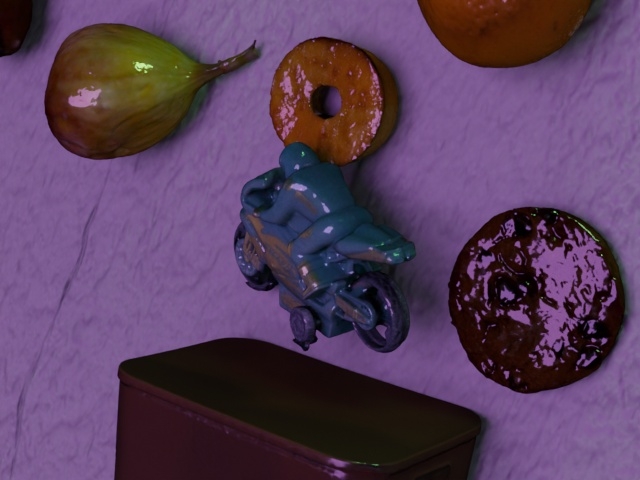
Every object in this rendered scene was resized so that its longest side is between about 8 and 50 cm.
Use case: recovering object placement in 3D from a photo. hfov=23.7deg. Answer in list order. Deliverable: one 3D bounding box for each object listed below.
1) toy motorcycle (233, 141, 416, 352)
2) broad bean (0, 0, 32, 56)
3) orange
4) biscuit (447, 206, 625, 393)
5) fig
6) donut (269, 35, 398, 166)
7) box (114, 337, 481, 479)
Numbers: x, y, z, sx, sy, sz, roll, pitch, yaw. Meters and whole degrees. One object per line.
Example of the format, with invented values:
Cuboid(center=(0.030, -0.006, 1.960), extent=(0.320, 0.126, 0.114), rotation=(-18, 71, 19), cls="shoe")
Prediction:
Cuboid(center=(0.001, 0.001, 1.603), extent=(0.296, 0.109, 0.198), rotation=(31, 129, 46), cls="toy motorcycle")
Cuboid(center=(-0.425, -0.337, 1.890), extent=(0.122, 0.156, 0.229), rotation=(-12, 75, -8), cls="broad bean")
Cuboid(center=(0.178, -0.251, 1.462), extent=(0.177, 0.155, 0.178), rotation=(-2, 87, 28), cls="orange")
Cuboid(center=(0.212, 0.061, 1.520), extent=(0.192, 0.049, 0.192), rotation=(5, 99, 32), cls="biscuit")
Cuboid(center=(-0.190, -0.185, 1.743), extent=(0.257, 0.159, 0.159), rotation=(-15, 84, 14), cls="fig")
Cuboid(center=(0.018, -0.146, 1.634), extent=(0.151, 0.058, 0.152), rotation=(2, 93, 35), cls="donut")
Cuboid(center=(-0.037, 0.265, 1.588), extent=(0.339, 0.239, 0.229), rotation=(15, 103, 33), cls="box")
